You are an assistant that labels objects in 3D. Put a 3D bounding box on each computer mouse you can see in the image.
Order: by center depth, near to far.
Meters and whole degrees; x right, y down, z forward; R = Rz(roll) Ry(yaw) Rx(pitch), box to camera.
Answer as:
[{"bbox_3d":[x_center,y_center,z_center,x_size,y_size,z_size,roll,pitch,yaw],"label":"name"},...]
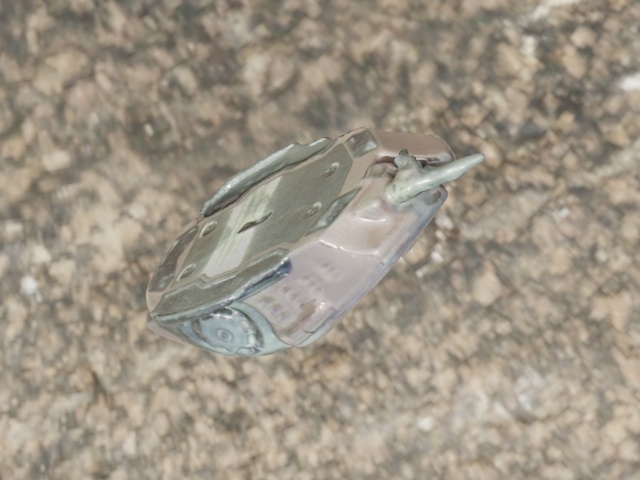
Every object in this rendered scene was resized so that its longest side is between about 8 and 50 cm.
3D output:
[{"bbox_3d":[0.003,0.005,1.325,0.389,0.199,0.115,-22,124,38],"label":"computer mouse"}]
